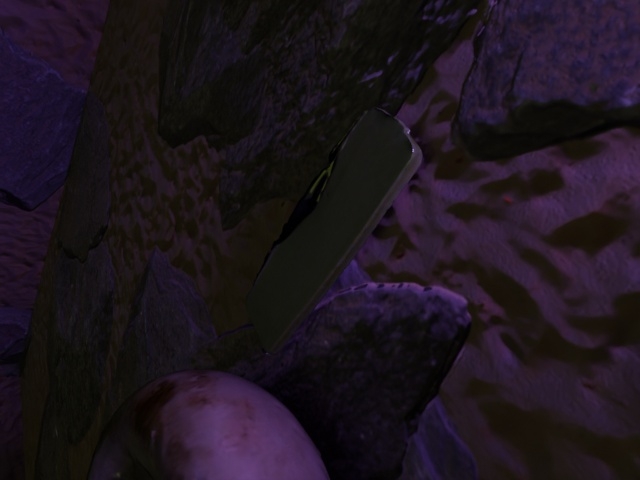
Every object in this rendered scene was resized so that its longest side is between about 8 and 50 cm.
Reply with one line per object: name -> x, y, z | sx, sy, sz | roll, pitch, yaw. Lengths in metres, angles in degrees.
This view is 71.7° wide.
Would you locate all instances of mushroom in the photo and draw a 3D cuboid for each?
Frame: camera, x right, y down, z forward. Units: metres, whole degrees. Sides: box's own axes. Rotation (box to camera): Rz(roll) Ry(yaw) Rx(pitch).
mushroom -> -0.149, 0.318, 0.443 | 0.362, 0.294, 0.363 | -8, 79, 47

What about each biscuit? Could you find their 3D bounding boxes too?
biscuit -> 0.000, 0.000, 0.503 | 0.322, 0.038, 0.099 | -55, 52, 29
